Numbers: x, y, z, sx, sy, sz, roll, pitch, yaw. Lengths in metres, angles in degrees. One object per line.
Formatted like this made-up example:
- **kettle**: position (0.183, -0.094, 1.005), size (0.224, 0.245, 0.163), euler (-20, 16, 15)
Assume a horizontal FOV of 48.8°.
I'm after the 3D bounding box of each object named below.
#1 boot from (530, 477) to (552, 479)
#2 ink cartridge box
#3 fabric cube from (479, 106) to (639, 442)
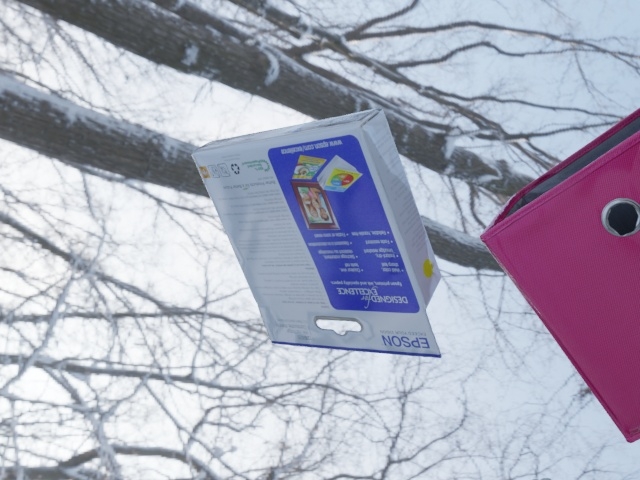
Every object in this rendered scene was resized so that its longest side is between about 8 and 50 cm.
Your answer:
- **boot**: position (0.214, 0.360, 0.809), size (0.165, 0.077, 0.213), euler (-13, -68, 23)
- **ink cartridge box**: position (0.000, 0.000, 0.919), size (0.303, 0.072, 0.307), euler (-2, -61, 42)
- **fabric cube**: position (0.365, 0.006, 0.755), size (0.254, 0.259, 0.258), euler (-36, -93, 28)
